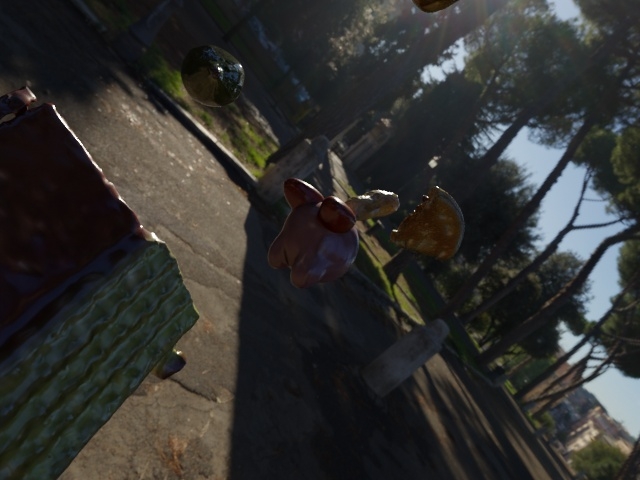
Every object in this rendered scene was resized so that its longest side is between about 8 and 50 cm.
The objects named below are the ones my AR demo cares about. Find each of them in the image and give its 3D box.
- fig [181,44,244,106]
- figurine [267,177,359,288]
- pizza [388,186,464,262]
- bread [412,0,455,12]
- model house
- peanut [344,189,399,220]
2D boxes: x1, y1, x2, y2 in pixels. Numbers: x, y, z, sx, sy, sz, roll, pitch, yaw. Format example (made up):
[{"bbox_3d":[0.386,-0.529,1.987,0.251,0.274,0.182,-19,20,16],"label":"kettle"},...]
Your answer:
[{"bbox_3d":[-0.233,-0.331,0.921,0.133,0.127,0.184,42,27,-20],"label":"fig"},{"bbox_3d":[0.006,-0.006,1.230,0.211,0.261,0.270,11,12,-40],"label":"figurine"},{"bbox_3d":[0.314,-0.036,1.344,0.081,0.229,0.289,-96,163,-45],"label":"pizza"},{"bbox_3d":[0.233,-0.690,0.907,0.361,0.250,0.393,30,48,-45],"label":"bread"},{"bbox_3d":[-0.221,0.054,0.326,0.254,0.160,0.196,54,44,-19],"label":"model house"},{"bbox_3d":[0.159,-0.108,1.416,0.214,0.099,0.099,-21,65,-33],"label":"peanut"}]
